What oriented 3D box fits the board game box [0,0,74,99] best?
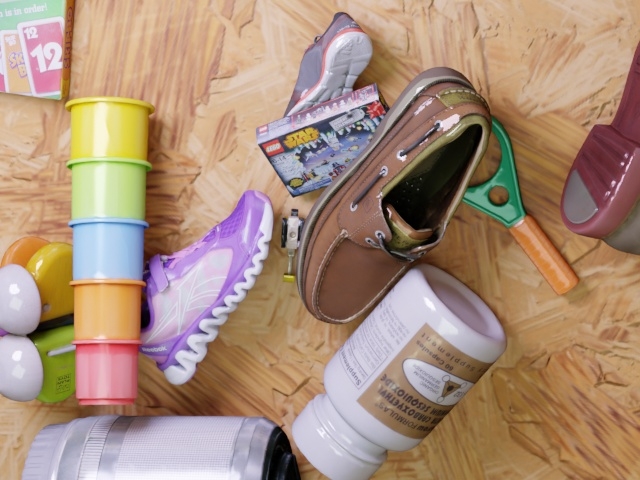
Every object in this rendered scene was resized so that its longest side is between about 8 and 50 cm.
[{"bbox_3d":[-0.321,-0.284,1.713,0.124,0.039,0.259,8,104,7],"label":"board game box"}]

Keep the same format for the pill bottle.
[{"bbox_3d":[0.078,0.147,1.714,0.131,0.131,0.229,39,108,-3],"label":"pill bottle"}]

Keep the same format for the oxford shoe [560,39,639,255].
[{"bbox_3d":[0.377,-0.141,1.614,0.130,0.123,0.348,24,109,-25],"label":"oxford shoe"}]

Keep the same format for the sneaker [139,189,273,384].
[{"bbox_3d":[-0.136,0.040,1.729,0.104,0.095,0.236,29,109,-15],"label":"sneaker"}]

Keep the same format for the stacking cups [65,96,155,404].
[{"bbox_3d":[-0.228,0.013,1.689,0.096,0.096,0.316,2,84,9],"label":"stacking cups"}]

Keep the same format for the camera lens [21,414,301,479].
[{"bbox_3d":[-0.164,0.298,1.748,0.274,0.219,0.219,0,105,9],"label":"camera lens"}]

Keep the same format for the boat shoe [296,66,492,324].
[{"bbox_3d":[0.069,-0.027,1.646,0.110,0.104,0.307,15,117,-26],"label":"boat shoe"}]

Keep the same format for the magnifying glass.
[{"bbox_3d":[0.193,-0.041,1.702,0.092,0.026,0.231,-36,95,17],"label":"magnifying glass"}]

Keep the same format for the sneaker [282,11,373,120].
[{"bbox_3d":[0.003,-0.170,1.686,0.061,0.065,0.158,10,132,-33],"label":"sneaker"}]

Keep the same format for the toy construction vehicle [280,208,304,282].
[{"bbox_3d":[0.000,0.000,1.741,0.086,0.035,0.098,1,108,-2],"label":"toy construction vehicle"}]

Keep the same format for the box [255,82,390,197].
[{"bbox_3d":[0.014,-0.102,1.685,0.137,0.027,0.094,-20,136,14],"label":"box"}]

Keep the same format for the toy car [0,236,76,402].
[{"bbox_3d":[-0.306,0.083,1.766,0.136,0.159,0.182,15,111,41],"label":"toy car"}]
